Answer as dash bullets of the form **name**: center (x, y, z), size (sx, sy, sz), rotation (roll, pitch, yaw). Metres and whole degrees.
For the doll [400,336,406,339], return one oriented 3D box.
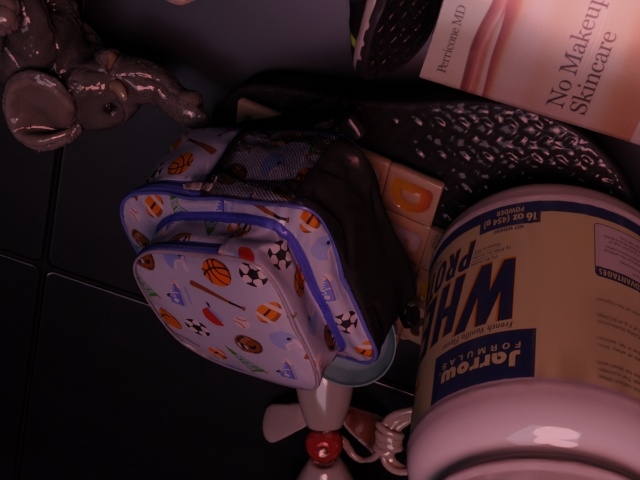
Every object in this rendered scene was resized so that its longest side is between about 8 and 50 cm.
- **doll**: center (0.131, 0.068, 1.177), size (0.189, 0.046, 0.129), rotation (37, 111, -15)

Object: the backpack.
- **backpack**: center (-0.064, 0.010, 1.031), size (0.263, 0.213, 0.276), rotation (14, 137, 37)

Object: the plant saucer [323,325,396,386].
- **plant saucer**: center (0.030, 0.104, 1.154), size (0.119, 0.021, 0.119), rotation (6, 108, 20)

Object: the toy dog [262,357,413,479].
- **toy dog**: center (0.018, 0.284, 1.289), size (0.220, 0.161, 0.334), rotation (24, 106, 4)

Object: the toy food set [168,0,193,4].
- **toy food set**: center (-0.170, -0.386, 0.910), size (0.219, 0.092, 0.306), rotation (35, 131, 41)

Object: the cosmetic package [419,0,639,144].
- **cosmetic package**: center (0.257, -0.192, 0.958), size (0.296, 0.129, 0.153), rotation (17, 121, 5)

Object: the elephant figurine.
- **elephant figurine**: center (-0.264, -0.174, 1.079), size (0.169, 0.186, 0.239), rotation (-41, 113, -14)

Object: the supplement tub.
- **supplement tub**: center (0.199, 0.136, 0.907), size (0.235, 0.325, 0.235), rotation (7, 136, 7)

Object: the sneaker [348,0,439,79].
- **sneaker**: center (0.062, -0.270, 1.006), size (0.097, 0.084, 0.235), rotation (50, 146, 35)

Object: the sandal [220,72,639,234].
- **sandal**: center (0.112, -0.097, 1.072), size (0.445, 0.107, 0.168), rotation (17, 125, 19)

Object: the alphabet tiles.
- **alphabet tiles**: center (0.000, 0.000, 1.128), size (0.342, 0.011, 0.285), rotation (24, 136, 12)
